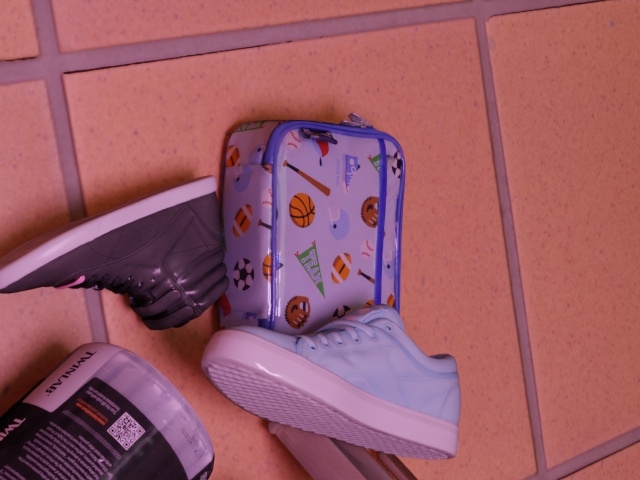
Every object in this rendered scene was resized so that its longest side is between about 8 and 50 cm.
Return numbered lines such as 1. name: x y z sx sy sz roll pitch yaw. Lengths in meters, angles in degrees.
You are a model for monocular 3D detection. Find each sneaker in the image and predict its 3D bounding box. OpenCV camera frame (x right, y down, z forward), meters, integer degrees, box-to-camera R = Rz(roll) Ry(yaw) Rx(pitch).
1. sneaker: 0.018 0.131 1.474 0.366 0.135 0.150 28 62 -43
2. sneaker: -0.205 0.039 1.415 0.295 0.104 0.147 -24 100 -42

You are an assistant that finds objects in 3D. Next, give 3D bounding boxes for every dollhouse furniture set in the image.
1. dollhouse furniture set: -0.057 0.389 1.585 0.355 0.174 0.303 -51 139 6

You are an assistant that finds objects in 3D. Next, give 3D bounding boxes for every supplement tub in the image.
1. supplement tub: -0.268 0.263 1.307 0.316 0.193 0.194 -45 117 -31

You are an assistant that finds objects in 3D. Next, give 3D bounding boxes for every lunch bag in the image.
1. lunch bag: 0.000 0.000 1.585 0.243 0.115 0.303 6 87 -42
